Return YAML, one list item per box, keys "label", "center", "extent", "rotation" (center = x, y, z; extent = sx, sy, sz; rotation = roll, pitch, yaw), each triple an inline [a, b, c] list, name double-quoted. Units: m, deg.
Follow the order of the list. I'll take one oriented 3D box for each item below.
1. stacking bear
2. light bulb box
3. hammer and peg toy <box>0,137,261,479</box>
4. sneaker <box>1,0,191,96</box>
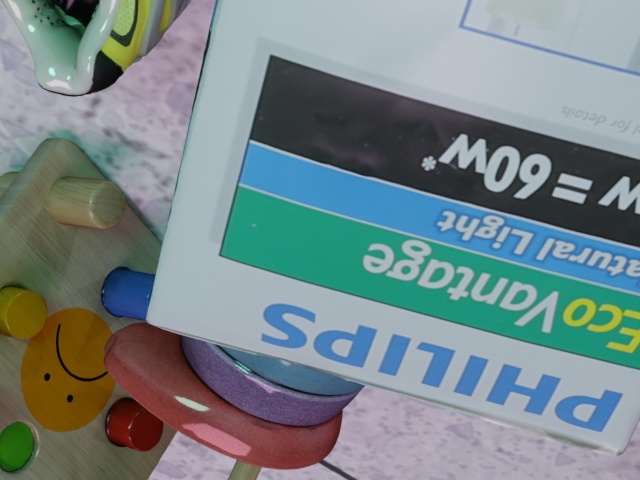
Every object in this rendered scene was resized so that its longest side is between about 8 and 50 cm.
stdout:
- label: "stacking bear"
  center: [0.000, 0.000, 1.101]
  extent: [0.164, 0.175, 0.289]
  rotation: [40, 118, 23]
- label: "light bulb box"
  center: [0.093, -0.169, 0.709]
  extent: [0.225, 0.358, 0.361]
  rotation: [16, 130, -2]
- label: "hammer and peg toy"
  center: [-0.168, 0.123, 1.254]
  extent: [0.127, 0.266, 0.361]
  rotation: [6, 146, 42]
- label: "sneaker"
  center: [-0.173, -0.247, 0.888]
  extent: [0.145, 0.147, 0.385]
  rotation: [-8, 134, 26]
